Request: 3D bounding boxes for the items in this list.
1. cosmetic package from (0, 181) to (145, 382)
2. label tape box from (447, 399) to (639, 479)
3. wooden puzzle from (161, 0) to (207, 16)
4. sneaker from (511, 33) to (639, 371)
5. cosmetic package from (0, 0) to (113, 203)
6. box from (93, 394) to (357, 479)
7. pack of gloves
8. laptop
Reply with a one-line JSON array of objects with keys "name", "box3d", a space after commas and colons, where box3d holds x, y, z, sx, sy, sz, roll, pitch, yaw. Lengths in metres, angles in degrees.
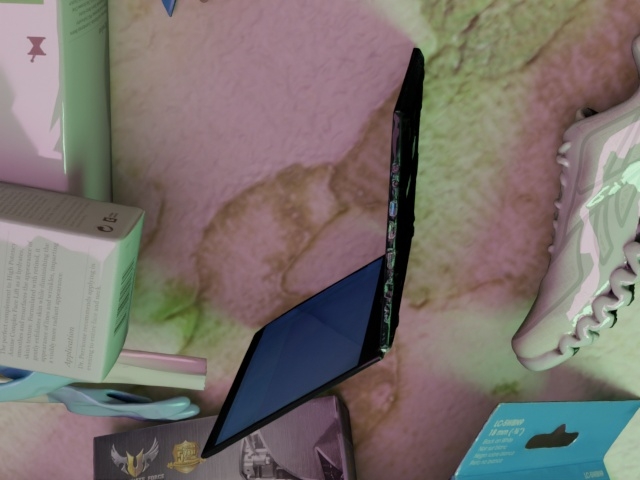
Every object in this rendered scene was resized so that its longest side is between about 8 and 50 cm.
[{"name": "cosmetic package", "box3d": [-0.254, 0.019, 0.897, 0.231, 0.085, 0.117, 12, 109, 1]}, {"name": "label tape box", "box3d": [0.148, 0.289, 1.008, 0.106, 0.240, 0.334, 47, 115, 34]}, {"name": "wooden puzzle", "box3d": [-0.092, -0.238, 0.986, 0.116, 0.014, 0.079, -33, 97, 16]}, {"name": "sneaker", "box3d": [0.226, -0.031, 0.972, 0.118, 0.110, 0.292, 33, 102, 4]}, {"name": "cosmetic package", "box3d": [-0.272, -0.117, 0.976, 0.196, 0.155, 0.366, 2, 108, 4]}, {"name": "box", "box3d": [-0.080, 0.245, 1.069, 0.231, 0.056, 0.183, -11, 66, 11]}, {"name": "pack of gloves", "box3d": [-0.214, 0.133, 1.032, 0.232, 0.195, 0.046, 7, 67, -4]}, {"name": "laptop", "box3d": [0.000, 0.000, 0.936, 0.136, 0.234, 0.264, 4, 110, 6]}]
